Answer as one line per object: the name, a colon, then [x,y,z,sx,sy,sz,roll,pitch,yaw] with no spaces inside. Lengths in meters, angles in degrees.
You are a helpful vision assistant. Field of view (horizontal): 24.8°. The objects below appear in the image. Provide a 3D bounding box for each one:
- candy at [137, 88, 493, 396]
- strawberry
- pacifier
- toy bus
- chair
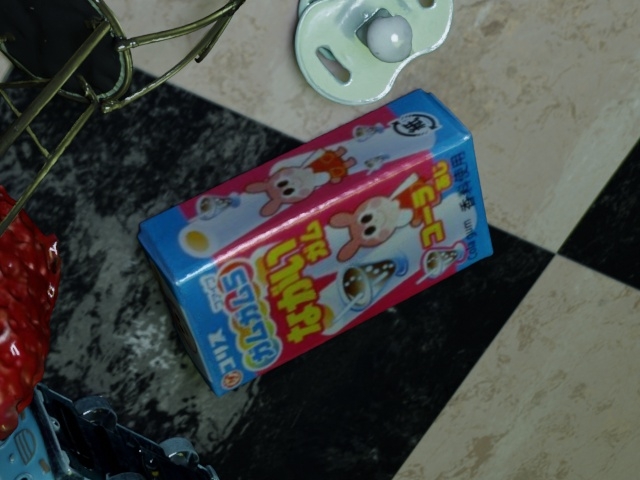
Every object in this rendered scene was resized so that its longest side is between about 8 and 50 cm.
candy: [0.001,0.001,1.343,0.305,0.100,0.157,-26,132,-11]
strawberry: [-0.287,0.071,1.121,0.205,0.244,0.205,-18,132,-21]
pacifier: [0.047,-0.184,1.229,0.150,0.116,0.127,-35,108,1]
toy bus: [-0.211,0.260,1.383,0.165,0.133,0.271,-43,136,10]
chair: [-0.192,-0.151,1.085,0.326,0.170,0.160,-53,173,-33]
